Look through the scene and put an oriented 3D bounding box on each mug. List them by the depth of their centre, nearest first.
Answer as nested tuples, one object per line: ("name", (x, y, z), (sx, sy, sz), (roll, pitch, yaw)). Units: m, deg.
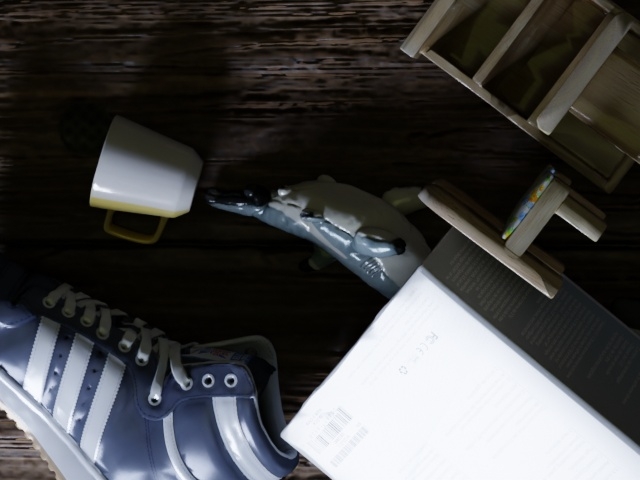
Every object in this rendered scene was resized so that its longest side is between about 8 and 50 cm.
("mug", (-0.112, -0.040, 1.208), (0.064, 0.078, 0.062), (15, 64, -3))

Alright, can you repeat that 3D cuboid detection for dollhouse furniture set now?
("dollhouse furniture set", (0.134, -0.109, 1.070), (0.161, 0.242, 0.212), (37, 98, 3))

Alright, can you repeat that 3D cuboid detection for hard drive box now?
("hard drive box", (0.121, 0.122, 1.130), (0.232, 0.089, 0.181), (41, 129, 3))

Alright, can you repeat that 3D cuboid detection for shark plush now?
("shark plush", (0.000, 0.000, 1.193), (0.161, 0.073, 0.067), (11, 126, 2))

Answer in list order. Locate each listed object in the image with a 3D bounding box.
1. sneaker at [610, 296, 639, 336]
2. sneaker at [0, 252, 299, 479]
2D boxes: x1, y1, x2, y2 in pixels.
("sneaker", (0.287, 0.141, 1.147), (0.270, 0.090, 0.145), (22, 94, 3))
("sneaker", (-0.131, 0.070, 1.189), (0.153, 0.099, 0.282), (-35, 96, 13))
